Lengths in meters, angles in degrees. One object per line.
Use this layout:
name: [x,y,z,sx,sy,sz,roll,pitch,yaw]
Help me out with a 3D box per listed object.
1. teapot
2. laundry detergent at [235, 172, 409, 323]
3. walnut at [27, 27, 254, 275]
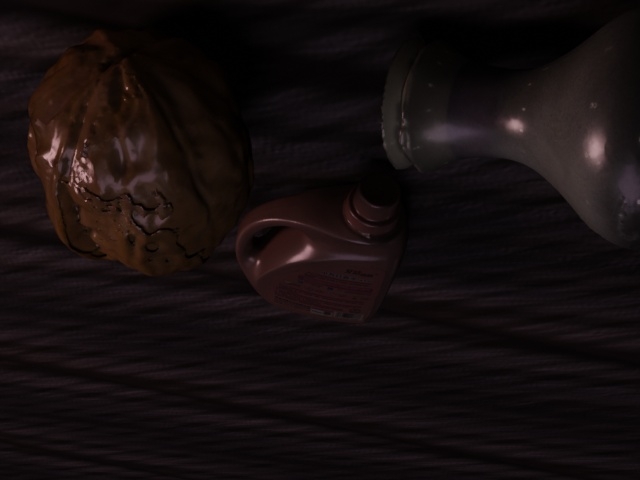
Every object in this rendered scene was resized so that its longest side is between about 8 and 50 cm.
teapot: [0.177,-0.093,0.911,0.250,0.184,0.183,10,155,26]
laundry detergent: [0.000,0.000,1.228,0.171,0.076,0.237,11,152,-2]
walnut: [-0.151,-0.075,1.025,0.198,0.198,0.245,5,149,10]
